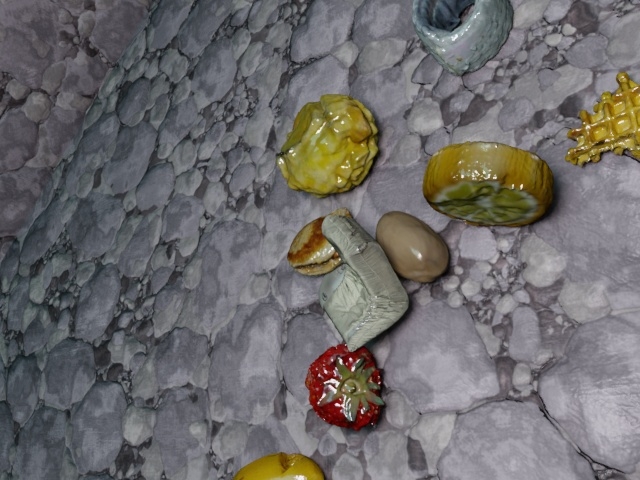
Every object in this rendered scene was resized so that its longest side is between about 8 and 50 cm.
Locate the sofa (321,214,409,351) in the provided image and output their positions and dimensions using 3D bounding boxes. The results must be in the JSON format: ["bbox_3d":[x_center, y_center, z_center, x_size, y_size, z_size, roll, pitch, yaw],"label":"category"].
[{"bbox_3d":[0.063,0.085,1.368,0.176,0.226,0.210,-33,29,-2],"label":"sofa"}]

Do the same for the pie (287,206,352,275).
[{"bbox_3d":[0.000,0.000,1.559,0.205,0.084,0.179,-21,41,33],"label":"pie"}]

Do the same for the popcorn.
[{"bbox_3d":[0.016,-0.241,1.572,0.286,0.215,0.252,-48,57,21],"label":"popcorn"}]

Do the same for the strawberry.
[{"bbox_3d":[0.048,0.332,1.385,0.184,0.187,0.201,-44,7,-33],"label":"strawberry"}]

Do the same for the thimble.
[{"bbox_3d":[0.330,-0.525,1.437,0.204,0.171,0.250,8,78,39],"label":"thimble"}]

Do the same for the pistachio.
[{"bbox_3d":[0.201,0.013,1.394,0.136,0.135,0.226,-53,41,12],"label":"pistachio"}]

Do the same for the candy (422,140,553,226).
[{"bbox_3d":[0.336,-0.107,1.235,0.259,0.259,0.118,1,73,39],"label":"candy"}]

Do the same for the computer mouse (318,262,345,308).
[{"bbox_3d":[0.050,0.101,1.528,0.089,0.056,0.182,35,98,36],"label":"computer mouse"}]

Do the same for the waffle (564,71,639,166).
[{"bbox_3d":[0.627,-0.199,1.153,0.260,0.069,0.293,-55,51,12],"label":"waffle"}]

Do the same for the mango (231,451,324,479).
[{"bbox_3d":[-0.107,0.592,1.439,0.262,0.130,0.167,-39,60,17],"label":"mango"}]
